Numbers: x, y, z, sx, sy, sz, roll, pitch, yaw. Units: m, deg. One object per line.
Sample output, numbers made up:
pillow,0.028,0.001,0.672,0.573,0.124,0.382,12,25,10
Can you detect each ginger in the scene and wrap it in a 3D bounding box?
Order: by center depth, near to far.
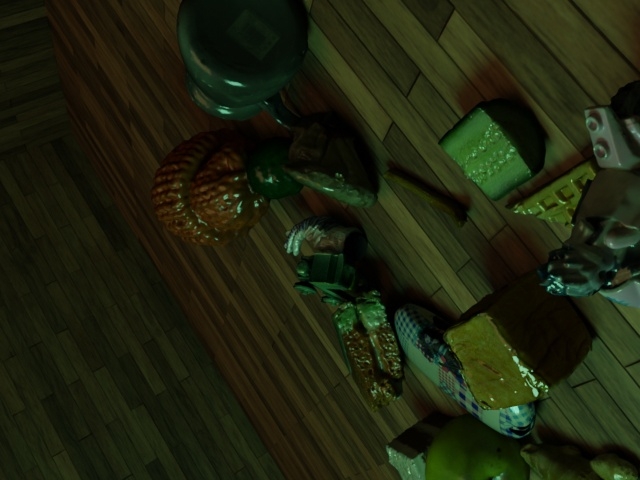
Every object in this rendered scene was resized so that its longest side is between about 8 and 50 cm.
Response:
ginger,0.406,0.383,1.003,0.205,0.081,0.115,-15,91,65

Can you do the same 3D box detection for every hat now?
hat,-0.180,-0.107,1.455,0.400,0.285,0.285,12,127,45

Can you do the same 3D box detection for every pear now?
pear,0.280,0.413,1.162,0.198,0.198,0.198,44,150,33

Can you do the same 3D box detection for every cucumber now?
cucumber,0.231,-0.121,0.840,0.116,0.062,0.115,52,156,4

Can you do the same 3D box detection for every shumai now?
shumai,0.025,-0.143,1.165,0.201,0.201,0.120,31,101,48

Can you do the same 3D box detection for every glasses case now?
glasses case,0.249,0.228,1.153,0.327,0.076,0.125,37,145,45

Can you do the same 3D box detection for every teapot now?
teapot,-0.122,-0.334,1.207,0.285,0.306,0.223,153,125,-72

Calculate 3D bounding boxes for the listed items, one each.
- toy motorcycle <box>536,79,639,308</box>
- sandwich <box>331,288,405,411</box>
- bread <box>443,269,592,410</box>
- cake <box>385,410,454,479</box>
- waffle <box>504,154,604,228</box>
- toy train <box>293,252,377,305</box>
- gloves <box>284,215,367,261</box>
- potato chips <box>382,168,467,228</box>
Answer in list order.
toy motorcycle,0.299,-0.021,0.643,0.239,0.204,0.108,64,167,2
sandwich,0.105,0.241,1.325,0.292,0.109,0.212,77,175,-69
bread,0.279,0.144,0.927,0.143,0.149,0.158,56,155,4
cake,0.237,0.456,1.333,0.135,0.147,0.135,-7,108,63
waffle,0.319,-0.025,0.817,0.125,0.032,0.191,56,157,7
toy train,0.037,0.087,1.325,0.132,0.083,0.200,1,164,34
gloves,0.004,-0.005,1.365,0.229,0.097,0.119,2,161,45
potato chips,0.172,-0.073,1.042,0.204,0.037,0.026,43,140,45
